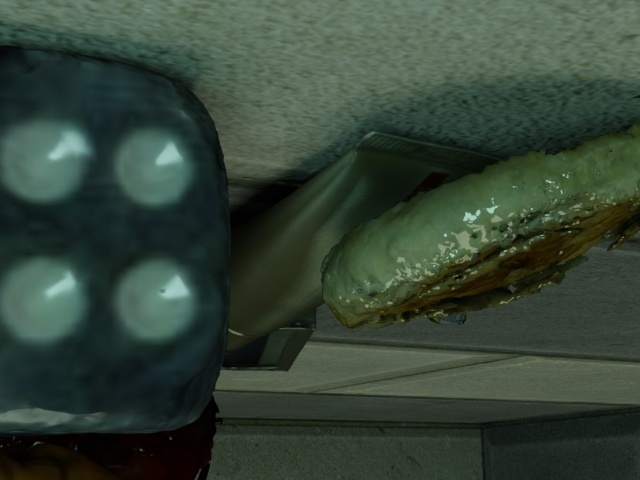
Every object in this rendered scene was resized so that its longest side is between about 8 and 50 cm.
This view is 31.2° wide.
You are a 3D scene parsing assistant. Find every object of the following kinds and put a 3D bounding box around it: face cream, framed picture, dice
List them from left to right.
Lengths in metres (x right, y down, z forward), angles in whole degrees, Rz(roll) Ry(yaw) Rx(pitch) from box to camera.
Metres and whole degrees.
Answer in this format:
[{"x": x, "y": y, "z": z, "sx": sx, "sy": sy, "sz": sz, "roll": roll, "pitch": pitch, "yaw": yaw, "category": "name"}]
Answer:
[{"x": -0.154, "y": 0.010, "z": 0.585, "sx": 0.182, "sy": 0.181, "sz": 0.183, "roll": 2, "pitch": 170, "yaw": -25, "category": "dice"}, {"x": -0.185, "y": 0.133, "z": 1.471, "sx": 0.326, "sy": 0.028, "sz": 0.446, "roll": 0, "pitch": 167, "yaw": -5, "category": "framed picture"}, {"x": 0.000, "y": 0.000, "z": 0.818, "sx": 0.137, "sy": 0.084, "sz": 0.341, "roll": 10, "pitch": 157, "yaw": -30, "category": "face cream"}]

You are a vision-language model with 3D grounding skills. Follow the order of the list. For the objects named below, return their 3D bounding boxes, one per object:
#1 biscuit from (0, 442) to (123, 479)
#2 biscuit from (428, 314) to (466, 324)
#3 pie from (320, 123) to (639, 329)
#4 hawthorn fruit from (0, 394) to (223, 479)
[{"x": -0.291, "y": 0.183, "z": 0.657, "sx": 0.318, "sy": 0.110, "sz": 0.312, "roll": -3, "pitch": 165, "yaw": -27, "category": "biscuit"}, {"x": 0.137, "y": 0.057, "z": 1.174, "sx": 0.048, "sy": 0.026, "sz": 0.292, "roll": 2, "pitch": 167, "yaw": 3, "category": "biscuit"}, {"x": 0.123, "y": -0.004, "z": 0.716, "sx": 0.274, "sy": 0.055, "sz": 0.274, "roll": -19, "pitch": 167, "yaw": -5, "category": "pie"}, {"x": -0.244, "y": 0.143, "z": 0.946, "sx": 0.316, "sy": 0.316, "sz": 0.316, "roll": -1, "pitch": 167, "yaw": 0, "category": "hawthorn fruit"}]
